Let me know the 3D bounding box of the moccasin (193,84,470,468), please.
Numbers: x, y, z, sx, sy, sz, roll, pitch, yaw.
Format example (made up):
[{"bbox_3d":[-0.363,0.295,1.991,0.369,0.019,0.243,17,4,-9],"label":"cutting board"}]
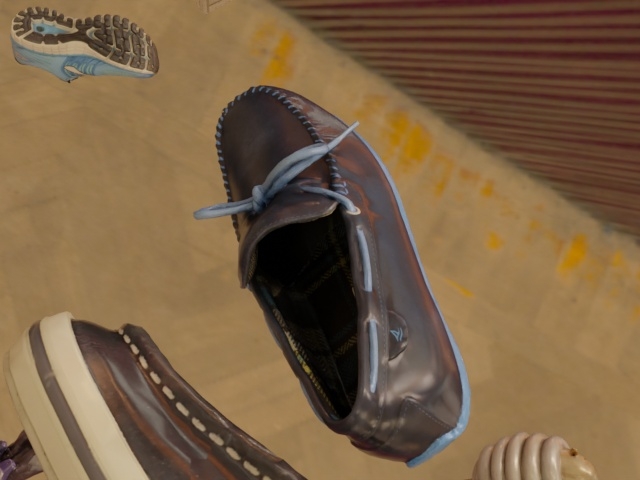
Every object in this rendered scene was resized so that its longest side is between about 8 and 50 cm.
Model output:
[{"bbox_3d":[0.000,0.000,0.924,0.117,0.342,0.137,19,120,-46],"label":"moccasin"}]

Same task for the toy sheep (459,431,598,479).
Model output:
[{"bbox_3d":[0.176,0.210,1.116,0.091,0.132,0.091,-9,90,-67],"label":"toy sheep"}]

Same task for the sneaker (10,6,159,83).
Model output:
[{"bbox_3d":[-0.254,-0.203,1.382,0.162,0.073,0.063,11,58,-17],"label":"sneaker"}]

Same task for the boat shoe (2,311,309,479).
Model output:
[{"bbox_3d":[0.068,0.183,0.474,0.156,0.500,0.187,-43,153,-17],"label":"boat shoe"}]

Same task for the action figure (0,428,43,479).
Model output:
[{"bbox_3d":[-0.325,0.239,1.560,0.285,0.185,0.099,-34,124,-9],"label":"action figure"}]

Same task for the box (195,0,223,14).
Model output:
[{"bbox_3d":[-0.109,-0.301,1.160,0.087,0.290,0.169,-30,99,-1],"label":"box"}]
